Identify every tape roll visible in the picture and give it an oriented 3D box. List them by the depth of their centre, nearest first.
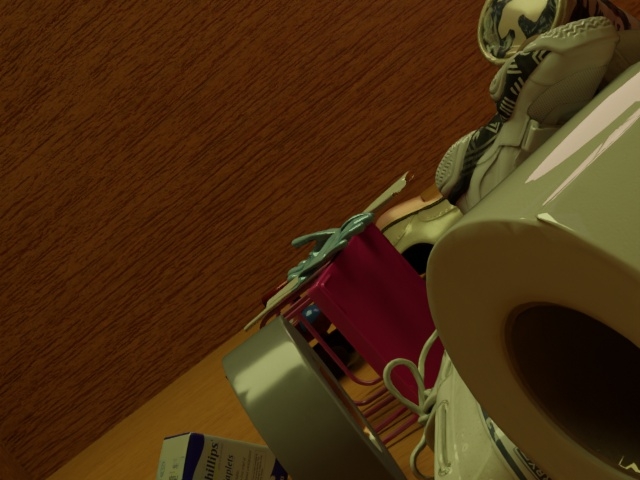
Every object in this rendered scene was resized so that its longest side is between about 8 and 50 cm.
[{"bbox_3d":[0.205,0.037,0.568,0.169,0.246,0.246,-39,4,-24],"label":"tape roll"},{"bbox_3d":[-0.001,0.178,0.964,0.072,0.219,0.219,-37,4,0],"label":"tape roll"}]

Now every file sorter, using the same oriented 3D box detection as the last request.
[{"bbox_3d":[0.034,0.136,1.281,0.182,0.202,0.291,-40,3,21],"label":"file sorter"}]

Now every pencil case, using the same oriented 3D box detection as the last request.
[{"bbox_3d":[0.412,-0.294,1.590,0.160,0.184,0.410,-8,-14,43],"label":"pencil case"}]

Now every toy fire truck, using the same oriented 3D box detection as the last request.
[{"bbox_3d":[-0.004,0.133,1.722,0.302,0.169,0.254,-37,1,31],"label":"toy fire truck"}]

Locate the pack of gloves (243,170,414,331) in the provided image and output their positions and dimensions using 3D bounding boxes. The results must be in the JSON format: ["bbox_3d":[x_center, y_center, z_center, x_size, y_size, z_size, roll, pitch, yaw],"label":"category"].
[{"bbox_3d":[0.000,0.000,1.294,0.232,0.046,0.195,-41,2,34],"label":"pack of gloves"}]

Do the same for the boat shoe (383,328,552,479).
[{"bbox_3d":[0.133,0.147,0.891,0.156,0.136,0.367,-40,13,16],"label":"boat shoe"}]

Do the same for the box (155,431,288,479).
[{"bbox_3d":[-0.126,0.294,1.288,0.126,0.137,0.072,149,132,-62],"label":"box"}]

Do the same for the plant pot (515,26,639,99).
[{"bbox_3d":[0.420,-0.190,1.371,0.229,0.263,0.263,-23,0,-14],"label":"plant pot"}]

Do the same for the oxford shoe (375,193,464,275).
[{"bbox_3d":[0.272,-0.032,1.793,0.397,0.140,0.146,-30,39,32],"label":"oxford shoe"}]

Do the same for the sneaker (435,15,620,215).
[{"bbox_3d":[0.284,-0.093,1.228,0.137,0.210,0.366,-17,-22,-28],"label":"sneaker"}]

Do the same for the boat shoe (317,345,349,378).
[{"bbox_3d":[-0.018,0.230,1.674,0.152,0.056,0.049,-39,9,-11],"label":"boat shoe"}]
